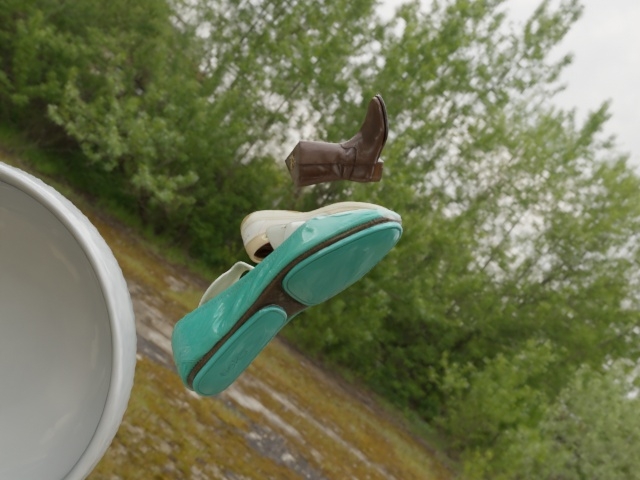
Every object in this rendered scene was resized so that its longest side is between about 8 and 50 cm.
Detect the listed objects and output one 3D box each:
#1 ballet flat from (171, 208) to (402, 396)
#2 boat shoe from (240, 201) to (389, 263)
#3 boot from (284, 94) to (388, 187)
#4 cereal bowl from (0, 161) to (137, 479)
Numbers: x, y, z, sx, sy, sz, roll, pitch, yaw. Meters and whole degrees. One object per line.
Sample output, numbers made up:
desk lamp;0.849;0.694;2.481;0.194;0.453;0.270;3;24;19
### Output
ballet flat;-0.042;0.035;0.707;0.087;0.247;0.083;52;4;34
boat shoe;0.000;0.000;0.846;0.059;0.170;0.063;-102;-172;-46
boot;0.018;-0.113;0.889;0.114;0.106;0.037;-2;14;-17
cereal bowl;-0.318;0.092;0.681;0.339;0.339;0.141;39;3;4
